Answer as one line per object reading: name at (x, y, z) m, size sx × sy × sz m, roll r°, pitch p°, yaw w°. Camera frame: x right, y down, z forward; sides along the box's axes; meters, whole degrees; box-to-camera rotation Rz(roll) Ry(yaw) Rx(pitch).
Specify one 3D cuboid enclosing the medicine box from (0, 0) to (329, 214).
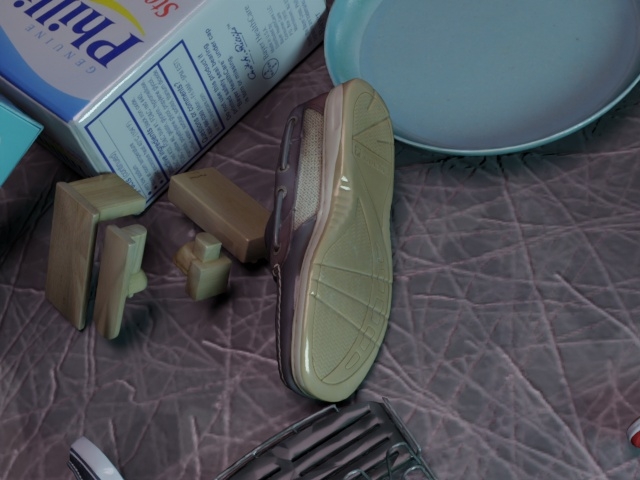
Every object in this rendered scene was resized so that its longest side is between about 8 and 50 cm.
medicine box at (-0.186, -0.216, 1.184) m, size 0.263 × 0.149 × 0.289 m, roll 34°, pitch 71°, yaw 33°

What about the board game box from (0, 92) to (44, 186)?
board game box at (-0.425, -0.022, 0.999) m, size 0.079 × 0.254 × 0.336 m, roll 35°, pitch 90°, yaw 33°

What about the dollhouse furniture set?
dollhouse furniture set at (-0.139, 0.020, 1.083) m, size 0.151 × 0.123 × 0.144 m, roll -17°, pitch 44°, yaw -41°

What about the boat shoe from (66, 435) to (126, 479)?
boat shoe at (-0.163, 0.233, 0.919) m, size 0.083 × 0.065 × 0.183 m, roll -37°, pitch 55°, yaw -12°

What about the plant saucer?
plant saucer at (0.162, -0.198, 1.135) m, size 0.318 × 0.043 × 0.317 m, roll -8°, pitch 55°, yaw 11°

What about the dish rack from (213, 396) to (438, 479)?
dish rack at (0.023, 0.237, 0.858) m, size 0.208 × 0.074 × 0.271 m, roll -31°, pitch 53°, yaw -7°

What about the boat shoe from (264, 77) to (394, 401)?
boat shoe at (0.000, 0.000, 1.018) m, size 0.092 × 0.103 × 0.285 m, roll -12°, pitch 62°, yaw 38°

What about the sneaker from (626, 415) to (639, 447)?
sneaker at (0.284, 0.146, 0.861) m, size 0.118 × 0.042 × 0.067 m, roll -13°, pitch 51°, yaw 5°
